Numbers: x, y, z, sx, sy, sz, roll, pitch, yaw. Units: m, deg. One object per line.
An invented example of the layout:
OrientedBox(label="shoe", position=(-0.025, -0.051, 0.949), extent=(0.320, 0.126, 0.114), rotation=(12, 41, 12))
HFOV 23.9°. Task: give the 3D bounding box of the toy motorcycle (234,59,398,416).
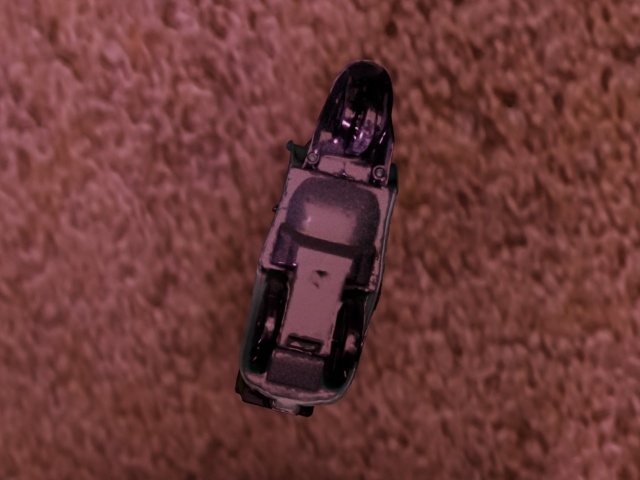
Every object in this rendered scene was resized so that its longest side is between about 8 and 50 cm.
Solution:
OrientedBox(label="toy motorcycle", position=(0.000, 0.000, 0.715), extent=(0.058, 0.100, 0.173), rotation=(13, 92, -8))
